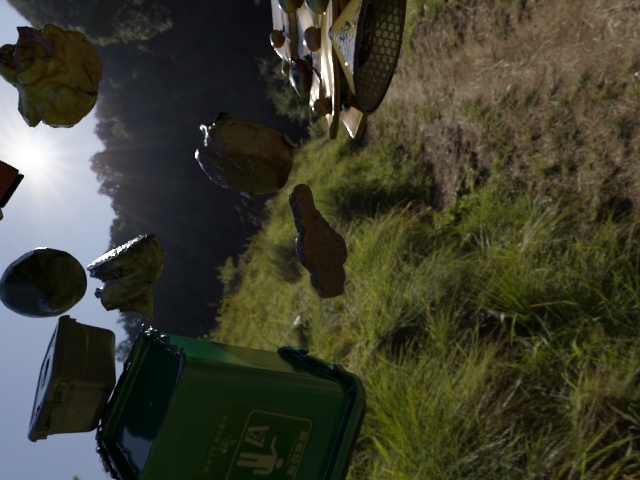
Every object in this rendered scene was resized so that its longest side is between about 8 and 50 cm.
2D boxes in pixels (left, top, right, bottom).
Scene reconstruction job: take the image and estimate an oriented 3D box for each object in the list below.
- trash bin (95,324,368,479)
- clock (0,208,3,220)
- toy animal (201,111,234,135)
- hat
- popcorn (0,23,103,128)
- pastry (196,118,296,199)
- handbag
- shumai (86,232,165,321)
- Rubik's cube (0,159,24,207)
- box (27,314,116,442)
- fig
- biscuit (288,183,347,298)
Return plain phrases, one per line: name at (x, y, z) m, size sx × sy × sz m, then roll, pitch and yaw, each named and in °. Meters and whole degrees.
trash bin at (-0.143, 0.290, 0.708) m, size 0.380 × 0.295 × 0.260 m, roll 30°, pitch -104°, yaw -38°
clock at (-1.290, -0.097, 1.402) m, size 0.283 × 0.309 × 0.114 m, roll -32°, pitch -50°, yaw -47°
toy animal at (-0.392, -0.410, 1.606) m, size 0.245 × 0.114 × 0.147 m, roll -99°, pitch -2°, yaw -52°
hat at (0.048, -0.271, 0.546) m, size 0.193 × 0.082 × 0.193 m, roll 18°, pitch -90°, yaw -73°
popcorn at (-0.674, -0.415, 1.047) m, size 0.252 × 0.214 × 0.287 m, roll 113°, pitch 151°, yaw -59°
pastry at (-0.163, -0.185, 0.940) m, size 0.218 × 0.228 × 0.101 m, roll 46°, pitch -132°, yaw -53°
handbag at (-0.009, -0.400, 0.772) m, size 0.283 × 0.132 × 0.401 m, roll 94°, pitch 157°, yaw -50°
shumai at (-0.682, 0.152, 1.555) m, size 0.289 × 0.291 × 0.330 m, roll 62°, pitch 180°, yaw -15°
Rubik's cube at (-0.861, -0.098, 0.858) m, size 0.293 × 0.288 × 0.284 m, roll 38°, pitch -113°, yaw -40°
box at (-0.380, 0.212, 0.644) m, size 0.124 × 0.092 × 0.172 m, roll -61°, pitch 35°, yaw 14°
fig at (-0.698, 0.125, 1.050) m, size 0.244 × 0.195 × 0.196 m, roll 32°, pitch 148°, yaw 42°
biscuit at (-0.007, 0.001, 1.129) m, size 0.183 × 0.047 × 0.320 m, roll -41°, pitch -70°, yaw -50°
